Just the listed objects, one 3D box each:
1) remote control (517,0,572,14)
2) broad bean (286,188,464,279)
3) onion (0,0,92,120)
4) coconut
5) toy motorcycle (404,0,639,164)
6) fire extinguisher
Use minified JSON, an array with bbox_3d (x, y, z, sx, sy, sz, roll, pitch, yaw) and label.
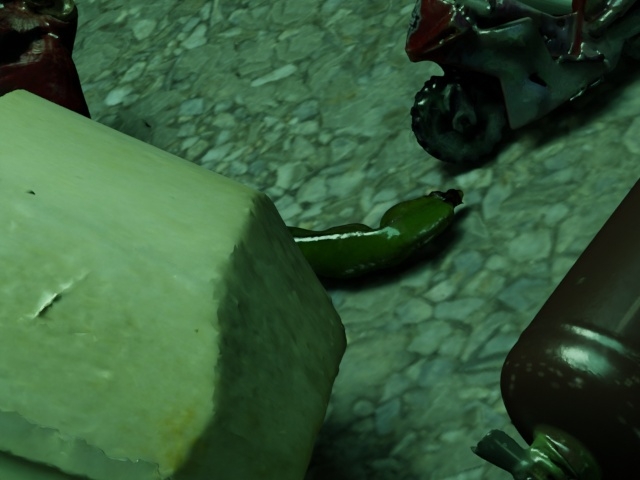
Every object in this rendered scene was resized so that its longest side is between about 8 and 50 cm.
[{"bbox_3d":[0.142,-0.264,1.257,0.103,0.051,0.293,11,36,-15],"label":"remote control"},{"bbox_3d":[0.001,0.004,1.051,0.195,0.046,0.061,-12,28,15],"label":"broad bean"},{"bbox_3d":[-0.267,-0.064,1.168,0.281,0.221,0.281,-26,46,30],"label":"onion"},{"bbox_3d":[-0.154,0.079,0.829,0.323,0.323,0.323,-18,38,15],"label":"coconut"},{"bbox_3d":[0.147,-0.145,1.073,0.213,0.122,0.082,-29,23,-1],"label":"toy motorcycle"},{"bbox_3d":[0.197,0.040,0.831,0.135,0.114,0.337,40,65,5],"label":"fire extinguisher"}]
